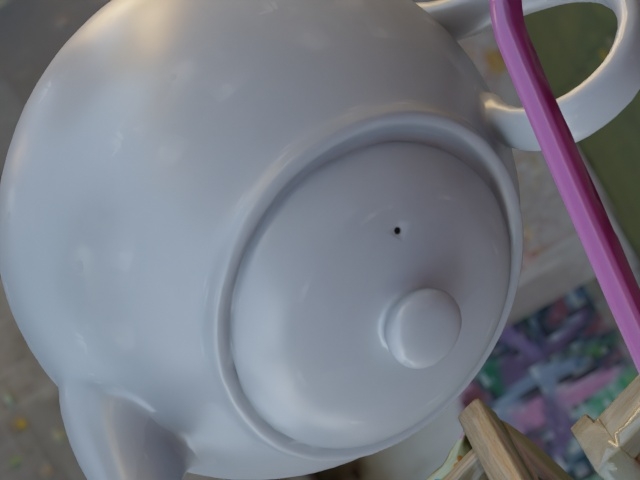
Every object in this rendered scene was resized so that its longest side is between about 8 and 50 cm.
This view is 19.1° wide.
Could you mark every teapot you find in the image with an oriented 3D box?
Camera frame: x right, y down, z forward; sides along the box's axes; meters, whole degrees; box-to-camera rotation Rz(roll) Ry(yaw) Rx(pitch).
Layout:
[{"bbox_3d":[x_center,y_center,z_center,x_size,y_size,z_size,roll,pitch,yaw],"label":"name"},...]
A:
[{"bbox_3d":[0.000,0.000,0.816,0.187,0.252,0.256,30,118,51],"label":"teapot"}]

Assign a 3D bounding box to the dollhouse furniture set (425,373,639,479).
[{"bbox_3d":[0.093,0.118,0.509,0.161,0.182,0.101,41,-173,-14],"label":"dollhouse furniture set"}]

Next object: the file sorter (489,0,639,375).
[{"bbox_3d":[0.213,-0.028,0.434,0.290,0.182,0.202,11,-132,-37],"label":"file sorter"}]
